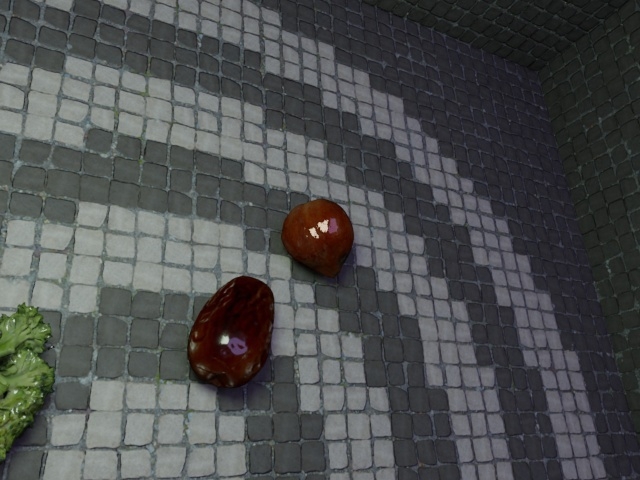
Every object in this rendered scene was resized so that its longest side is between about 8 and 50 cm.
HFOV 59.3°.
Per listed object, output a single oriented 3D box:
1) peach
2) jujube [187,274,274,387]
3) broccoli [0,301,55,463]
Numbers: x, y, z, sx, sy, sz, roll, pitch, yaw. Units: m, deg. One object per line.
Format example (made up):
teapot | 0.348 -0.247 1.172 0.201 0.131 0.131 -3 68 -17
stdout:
peach | 0.000 0.000 1.816 0.233 0.232 0.256 -5 72 -33
jujube | -0.237 0.251 1.568 0.223 0.223 0.317 31 48 -15
broccoli | -0.726 0.307 1.135 0.275 0.397 0.352 -14 79 -10
